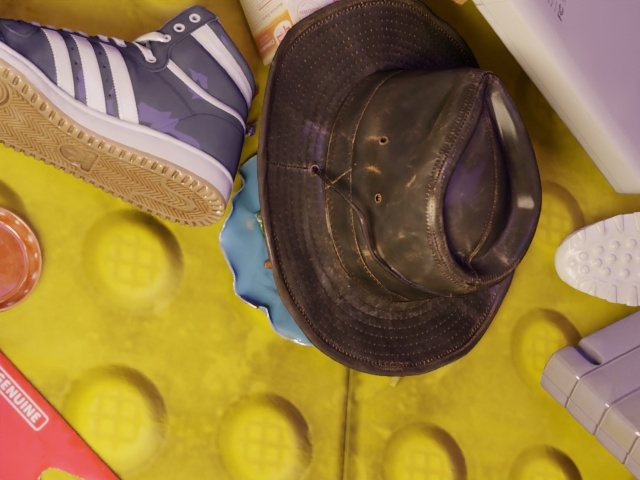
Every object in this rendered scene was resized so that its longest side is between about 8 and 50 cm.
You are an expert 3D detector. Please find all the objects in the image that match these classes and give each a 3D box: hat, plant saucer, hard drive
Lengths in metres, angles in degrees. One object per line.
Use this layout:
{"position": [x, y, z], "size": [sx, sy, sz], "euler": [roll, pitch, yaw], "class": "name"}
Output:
{"position": [0.096, -0.055, 1.172], "size": [0.331, 0.134, 0.331], "euler": [6, 80, -38], "class": "hat"}
{"position": [-0.251, 0.014, 1.068], "size": [0.084, 0.013, 0.083], "euler": [9, 70, -26], "class": "plant saucer"}
{"position": [0.241, -0.229, 1.311], "size": [0.353, 0.047, 0.233], "euler": [42, 54, -46], "class": "hard drive"}

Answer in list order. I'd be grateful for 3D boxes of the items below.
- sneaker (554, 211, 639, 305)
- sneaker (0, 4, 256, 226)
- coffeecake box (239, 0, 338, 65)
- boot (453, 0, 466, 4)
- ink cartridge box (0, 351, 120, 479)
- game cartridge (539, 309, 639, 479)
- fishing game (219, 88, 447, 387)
{"position": [0.329, 0.007, 1.366], "size": [0.235, 0.095, 0.090], "euler": [-8, 98, -12], "class": "sneaker"}
{"position": [-0.179, -0.137, 1.109], "size": [0.282, 0.099, 0.153], "euler": [29, 58, -17], "class": "sneaker"}
{"position": [-0.010, -0.262, 1.261], "size": [0.142, 0.068, 0.185], "euler": [-17, 84, -34], "class": "coffeecake box"}
{"position": [0.044, -0.279, 1.207], "size": [0.220, 0.109, 0.283], "euler": [50, 47, -14], "class": "boot"}
{"position": [-0.213, 0.244, 0.992], "size": [0.275, 0.060, 0.239], "euler": [49, 59, -8], "class": "ink cartridge box"}
{"position": [0.403, 0.133, 1.313], "size": [0.355, 0.068, 0.230], "euler": [-21, 56, -33], "class": "game cartridge"}
{"position": [0.000, 0.000, 1.202], "size": [0.264, 0.041, 0.189], "euler": [45, 56, -10], "class": "fishing game"}
